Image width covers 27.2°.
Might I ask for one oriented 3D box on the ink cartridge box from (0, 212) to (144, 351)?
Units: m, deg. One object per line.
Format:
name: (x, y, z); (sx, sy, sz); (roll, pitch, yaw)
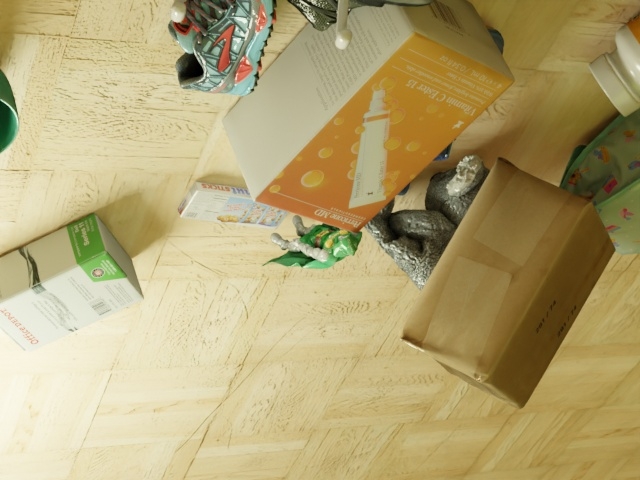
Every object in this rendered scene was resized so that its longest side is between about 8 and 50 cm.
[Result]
ink cartridge box: (-0.400, 0.068, 2.032); (0.208, 0.086, 0.153); (-25, 145, 2)

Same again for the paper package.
paper package: (0.301, 0.078, 2.088); (0.324, 0.168, 0.309); (-60, 155, -5)

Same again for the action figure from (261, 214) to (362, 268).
action figure: (0.000, 0.000, 2.051); (0.137, 0.232, 0.063); (-41, 110, -18)

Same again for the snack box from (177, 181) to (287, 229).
snack box: (-0.131, -0.053, 2.074); (0.178, 0.022, 0.064); (7, 134, -35)

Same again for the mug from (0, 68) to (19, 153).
mug: (-0.465, -0.166, 1.687); (0.158, 0.097, 0.129); (-39, 142, 23)

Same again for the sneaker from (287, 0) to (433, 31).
sneaker: (0.048, -0.328, 1.705); (0.228, 0.087, 0.130); (10, 155, 13)

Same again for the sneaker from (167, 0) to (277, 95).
sneaker: (-0.131, -0.281, 1.712); (0.125, 0.104, 0.261); (-6, 141, -19)

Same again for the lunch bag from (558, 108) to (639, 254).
lunch bag: (0.544, -0.100, 2.260); (0.262, 0.160, 0.223); (-44, 140, 18)

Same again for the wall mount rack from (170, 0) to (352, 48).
wall mount rack: (-0.041, -0.335, 1.441); (0.350, 0.130, 0.304); (8, 155, -8)

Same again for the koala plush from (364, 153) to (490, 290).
koala plush: (0.208, -0.037, 2.154); (0.221, 0.203, 0.196); (-42, 142, 6)

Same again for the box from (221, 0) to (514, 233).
box: (0.062, -0.198, 1.864); (0.215, 0.168, 0.345); (17, 130, -41)

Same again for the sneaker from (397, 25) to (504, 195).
sneaker: (0.181, -0.186, 1.978); (0.112, 0.131, 0.296); (16, 128, -39)

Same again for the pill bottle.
pill bottle: (0.538, -0.300, 2.013); (0.246, 0.136, 0.136); (-36, 142, 18)
